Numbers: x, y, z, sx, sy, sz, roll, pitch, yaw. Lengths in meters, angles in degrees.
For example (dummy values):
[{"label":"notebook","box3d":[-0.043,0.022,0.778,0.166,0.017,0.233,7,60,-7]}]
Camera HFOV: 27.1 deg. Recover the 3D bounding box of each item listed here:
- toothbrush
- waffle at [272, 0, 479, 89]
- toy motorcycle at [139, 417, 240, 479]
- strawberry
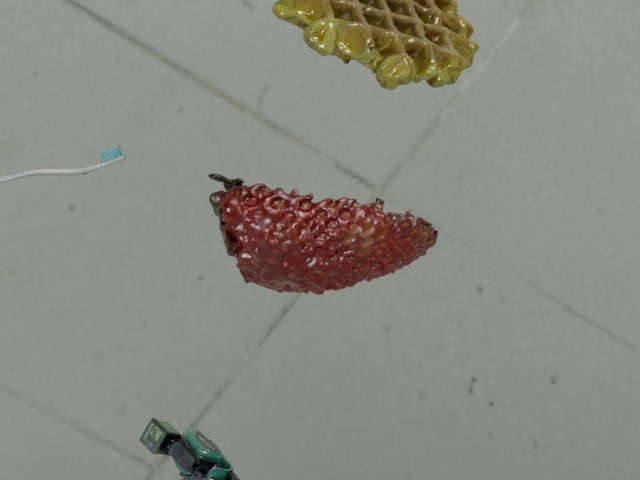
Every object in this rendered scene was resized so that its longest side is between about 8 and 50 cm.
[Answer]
[{"label":"toothbrush","box3d":[-0.296,-0.063,1.343,0.204,0.017,0.022,-14,96,1]},{"label":"waffle","box3d":[0.046,-0.255,1.423,0.253,0.249,0.056,46,127,18]},{"label":"toy motorcycle","box3d":[-0.166,0.313,1.828,0.100,0.173,0.058,22,102,-49]},{"label":"strawberry","box3d":[-0.003,0.005,1.267,0.208,0.087,0.167,2,155,20]}]
